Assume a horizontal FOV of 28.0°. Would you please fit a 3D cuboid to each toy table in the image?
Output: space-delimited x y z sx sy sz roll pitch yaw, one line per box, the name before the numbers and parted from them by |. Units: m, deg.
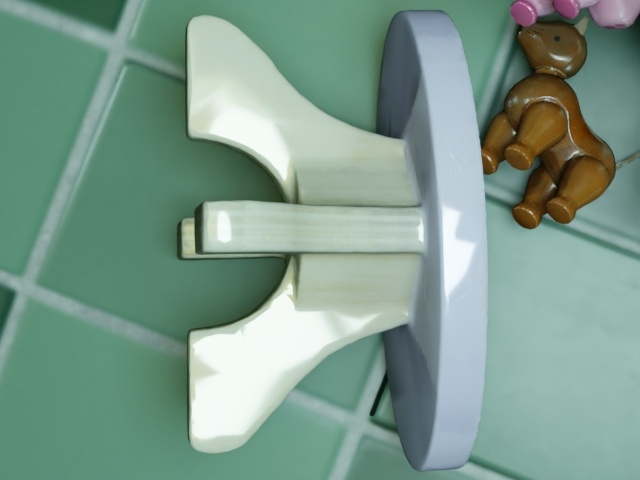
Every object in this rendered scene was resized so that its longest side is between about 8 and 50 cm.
toy table | 0.000 0.000 0.763 0.161 0.252 0.274 -1 77 -9

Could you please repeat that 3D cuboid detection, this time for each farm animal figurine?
farm animal figurine | 0.246 -0.103 0.708 0.327 0.330 0.172 38 64 8
